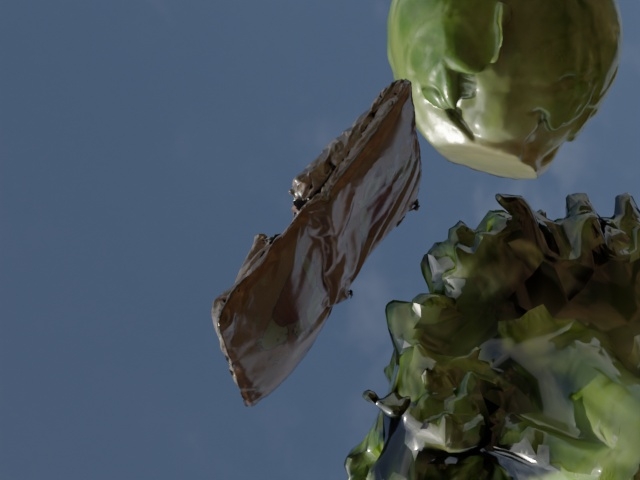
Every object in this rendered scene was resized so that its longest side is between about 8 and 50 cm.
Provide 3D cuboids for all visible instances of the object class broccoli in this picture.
[{"bbox_3d":[0.168,0.135,0.830,0.293,0.281,0.347,-8,-100,-6],"label":"broccoli"}]

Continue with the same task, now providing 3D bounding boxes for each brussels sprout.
[{"bbox_3d":[0.171,-0.183,1.344,0.244,0.244,0.244,8,-104,-35],"label":"brussels sprout"}]

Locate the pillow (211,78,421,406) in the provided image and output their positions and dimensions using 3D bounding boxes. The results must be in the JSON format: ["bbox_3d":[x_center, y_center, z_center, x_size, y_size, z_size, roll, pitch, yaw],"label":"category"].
[{"bbox_3d":[0.000,0.000,1.048,0.248,0.049,0.135,-51,-31,-22],"label":"pillow"}]
